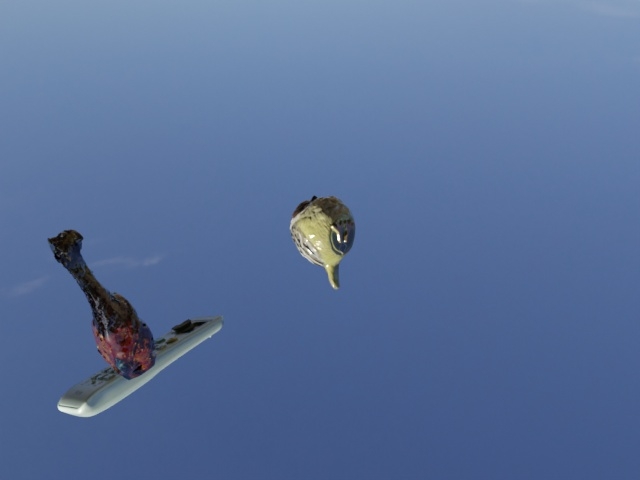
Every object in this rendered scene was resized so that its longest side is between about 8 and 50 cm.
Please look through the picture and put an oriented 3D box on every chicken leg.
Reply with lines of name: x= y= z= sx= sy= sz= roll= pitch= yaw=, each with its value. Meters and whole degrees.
chicken leg: x=-0.235 y=0.087 z=0.796 sx=0.106 sy=0.253 sz=0.051 roll=37 pitch=-120 yaw=28

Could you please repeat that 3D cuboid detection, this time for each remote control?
remote control: x=-0.293 y=0.207 z=1.198 sx=0.293 sy=0.051 sz=0.103 roll=-33 pitch=-165 yaw=-39

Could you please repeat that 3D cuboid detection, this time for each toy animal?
toy animal: x=0.000 y=0.000 z=1.067 sx=0.098 sy=0.137 sz=0.098 roll=2 pitch=-170 yaw=0
